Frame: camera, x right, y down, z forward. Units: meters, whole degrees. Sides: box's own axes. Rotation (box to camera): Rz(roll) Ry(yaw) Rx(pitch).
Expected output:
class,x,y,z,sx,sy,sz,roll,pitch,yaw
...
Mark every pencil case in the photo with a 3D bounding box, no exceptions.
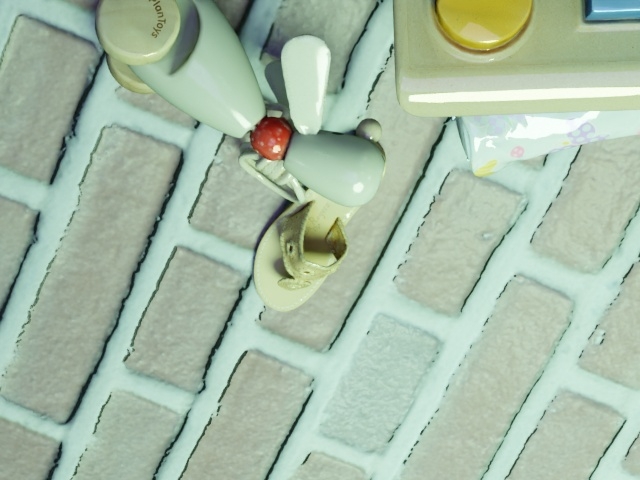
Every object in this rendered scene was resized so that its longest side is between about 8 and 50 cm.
class,x,y,z,sx,sy,sz,roll,pitch,yaw
pencil case,0.269,-0.148,1.564,0.273,0.113,0.124,-15,110,8

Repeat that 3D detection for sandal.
class,x,y,z,sx,sy,sz,roll,pitch,yaw
sandal,-0.006,-0.003,1.663,0.088,0.079,0.240,28,114,-12

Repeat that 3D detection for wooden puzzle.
class,x,y,z,sx,sy,sz,roll,pitch,yaw
wooden puzzle,0.228,-0.297,1.450,0.322,0.080,0.348,-2,94,2

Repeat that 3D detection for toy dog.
class,x,y,z,sx,sy,sz,roll,pitch,yaw
toy dog,-0.072,-0.181,1.534,0.333,0.220,0.161,35,81,-23
